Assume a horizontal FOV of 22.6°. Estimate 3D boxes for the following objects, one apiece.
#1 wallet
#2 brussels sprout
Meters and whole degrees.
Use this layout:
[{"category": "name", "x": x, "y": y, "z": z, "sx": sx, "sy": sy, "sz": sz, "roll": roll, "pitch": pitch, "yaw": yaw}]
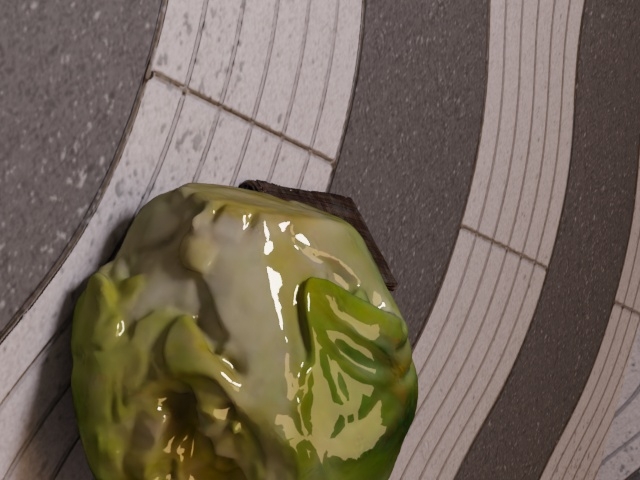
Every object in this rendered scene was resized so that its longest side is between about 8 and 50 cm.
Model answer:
[{"category": "wallet", "x": 0.000, "y": 0.000, "z": 1.646, "sx": 0.124, "sy": 0.042, "sz": 0.230, "roll": 62, "pitch": 19, "yaw": 16}, {"category": "brussels sprout", "x": -0.059, "y": 0.121, "z": 1.405, "sx": 0.344, "sy": 0.268, "sz": 0.344, "roll": -23, "pitch": 118, "yaw": -51}]
